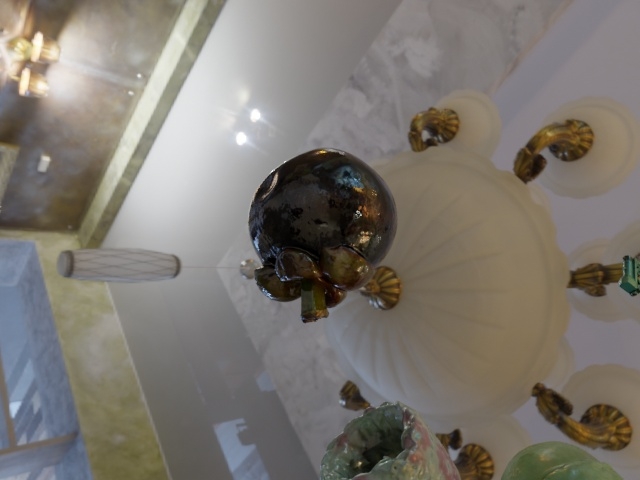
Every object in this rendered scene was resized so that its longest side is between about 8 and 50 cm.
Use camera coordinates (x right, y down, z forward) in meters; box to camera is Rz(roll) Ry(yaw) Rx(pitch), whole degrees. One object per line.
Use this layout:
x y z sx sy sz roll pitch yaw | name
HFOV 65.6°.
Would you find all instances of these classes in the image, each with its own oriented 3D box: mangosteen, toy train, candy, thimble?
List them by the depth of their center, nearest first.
0.221 0.242 0.249 0.092 0.093 0.335 -38 -143 -4 | candy
0.111 0.361 0.759 0.149 0.185 0.211 53 -25 -8 | thimble
0.000 0.000 0.869 0.274 0.275 0.303 -23 -131 40 | mangosteen
0.585 0.065 0.935 0.045 0.092 0.029 35 -40 -5 | toy train
